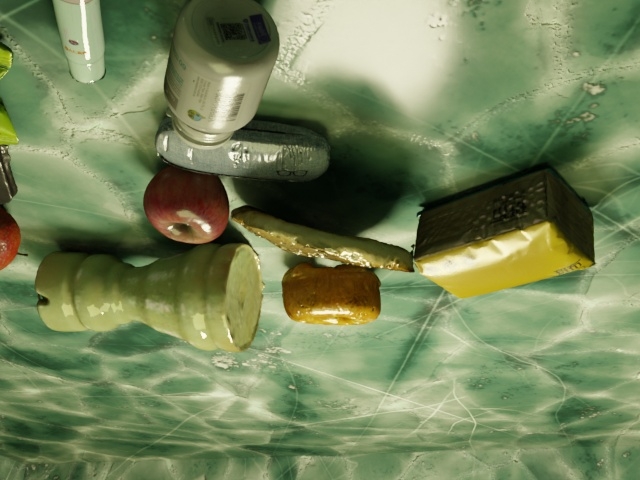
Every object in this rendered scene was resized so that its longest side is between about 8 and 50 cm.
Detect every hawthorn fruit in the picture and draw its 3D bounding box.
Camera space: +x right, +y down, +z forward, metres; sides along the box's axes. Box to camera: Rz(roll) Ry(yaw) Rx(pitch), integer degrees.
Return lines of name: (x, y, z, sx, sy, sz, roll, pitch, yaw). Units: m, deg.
hawthorn fruit: (-0.668, 0.000, 1.520, 0.163, 0.162, 0.203, 7, 168, -5)

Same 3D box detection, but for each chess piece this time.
chess piece: (-0.360, 0.115, 1.600, 0.442, 0.234, 0.234, 0, 151, 14)

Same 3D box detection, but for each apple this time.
apple: (-0.233, -0.068, 1.340, 0.153, 0.120, 0.153, 10, 153, 5)

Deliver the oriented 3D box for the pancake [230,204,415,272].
pancake: (0.000, 0.002, 1.358, 0.356, 0.065, 0.356, 14, 180, 0)

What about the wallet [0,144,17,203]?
wallet: (-0.735, -0.140, 1.355, 0.378, 0.051, 0.197, 6, 148, -3)

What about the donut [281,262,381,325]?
donut: (0.022, 0.113, 1.597, 0.227, 0.113, 0.226, 1, 167, 0)

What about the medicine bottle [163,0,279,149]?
medicine bottle: (-0.142, -0.219, 1.040, 0.135, 0.135, 0.215, 12, 150, -14)

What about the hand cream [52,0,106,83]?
hand cream: (-0.308, -0.330, 0.958, 0.085, 0.058, 0.331, 24, 146, 5)

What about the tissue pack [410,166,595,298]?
tissue pack: (0.325, -0.001, 1.362, 0.271, 0.134, 0.192, -20, 142, 37)

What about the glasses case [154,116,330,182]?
glasses case: (-0.124, -0.148, 1.235, 0.282, 0.067, 0.109, 5, 149, -3)

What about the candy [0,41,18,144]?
candy: (-0.538, -0.220, 1.166, 0.149, 0.069, 0.246, 12, 149, -9)
